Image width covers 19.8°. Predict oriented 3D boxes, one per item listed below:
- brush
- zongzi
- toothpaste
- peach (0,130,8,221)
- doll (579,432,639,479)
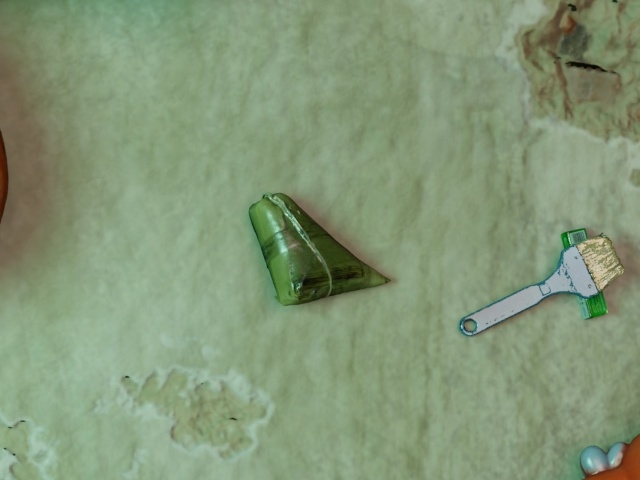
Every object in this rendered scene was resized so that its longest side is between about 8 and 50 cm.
[{"bbox_3d":[0.200,0.047,1.672,0.164,0.014,0.051,-25,85,-9],"label":"brush"},{"bbox_3d":[0.000,0.000,1.619,0.113,0.052,0.104,-12,79,-31],"label":"zongzi"},{"bbox_3d":[0.244,0.031,1.697,0.020,0.017,0.083,-13,86,-18],"label":"toothpaste"},{"bbox_3d":[-0.347,-0.066,1.443,0.232,0.232,0.232,3,81,-16],"label":"peach"},{"bbox_3d":[0.326,0.238,1.629,0.290,0.130,0.161,-18,74,-8],"label":"doll"}]
